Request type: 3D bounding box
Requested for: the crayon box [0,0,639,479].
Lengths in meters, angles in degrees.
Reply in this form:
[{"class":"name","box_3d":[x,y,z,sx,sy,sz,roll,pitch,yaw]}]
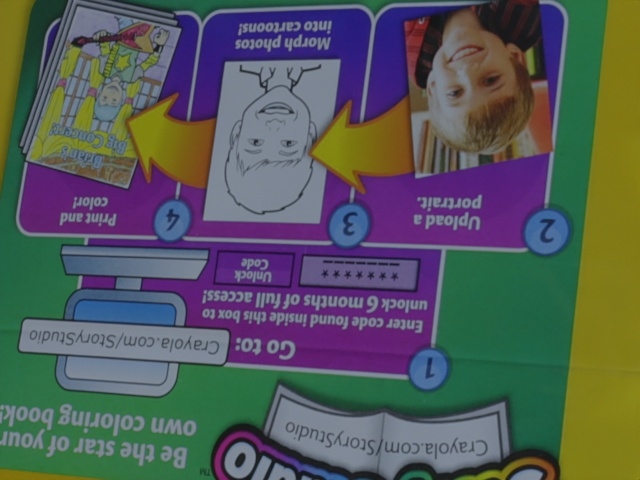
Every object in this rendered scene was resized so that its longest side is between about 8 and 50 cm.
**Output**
[{"class":"crayon box","box_3d":[0.000,0.000,0.838,0.363,0.313,0.106,2,-11,28]}]
